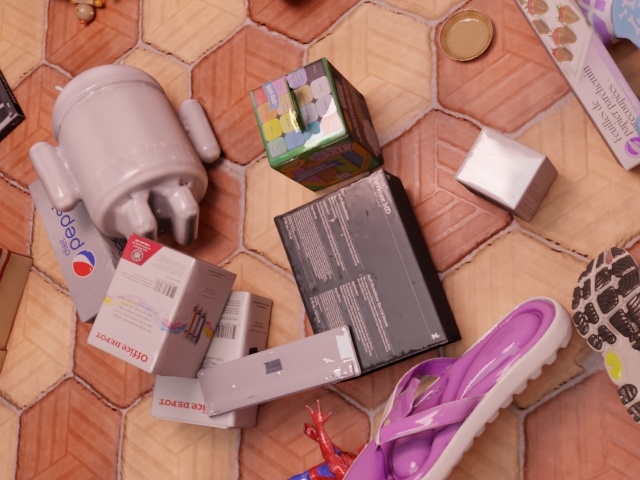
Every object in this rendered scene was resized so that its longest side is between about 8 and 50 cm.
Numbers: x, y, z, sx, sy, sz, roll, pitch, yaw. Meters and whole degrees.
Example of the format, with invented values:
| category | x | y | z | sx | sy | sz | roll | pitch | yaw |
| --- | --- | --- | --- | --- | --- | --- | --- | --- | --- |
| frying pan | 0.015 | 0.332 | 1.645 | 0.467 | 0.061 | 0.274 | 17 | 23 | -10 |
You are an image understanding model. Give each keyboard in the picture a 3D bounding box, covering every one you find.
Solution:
| category | x | y | z | sx | sy | sz | roll | pitch | yaw |
| --- | --- | --- | --- | --- | --- | --- | --- | --- | --- |
| keyboard | -0.065 | 0.191 | 1.254 | 0.256 | 0.014 | 0.072 | -20 | 74 | 21 |

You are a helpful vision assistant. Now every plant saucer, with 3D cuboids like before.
| category | x | y | z | sx | sy | sz | roll | pitch | yaw |
| --- | --- | --- | --- | --- | --- | --- | --- | --- | --- |
| plant saucer | 0.224 | -0.313 | 1.332 | 0.083 | 0.015 | 0.083 | -5 | 77 | 23 |

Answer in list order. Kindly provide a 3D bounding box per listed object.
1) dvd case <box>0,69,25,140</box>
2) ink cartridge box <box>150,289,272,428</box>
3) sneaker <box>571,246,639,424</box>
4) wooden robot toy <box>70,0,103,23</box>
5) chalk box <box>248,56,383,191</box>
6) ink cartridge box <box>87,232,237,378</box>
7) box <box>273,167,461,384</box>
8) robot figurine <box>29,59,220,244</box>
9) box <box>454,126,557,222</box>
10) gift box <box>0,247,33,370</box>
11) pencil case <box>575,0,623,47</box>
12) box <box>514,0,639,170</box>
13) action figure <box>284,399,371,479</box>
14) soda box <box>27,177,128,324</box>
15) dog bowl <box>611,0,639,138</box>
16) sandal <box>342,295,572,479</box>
| category | x | y | z | sx | sy | sz | roll | pitch | yaw |
| --- | --- | --- | --- | --- | --- | --- | --- | --- | --- |
| dvd case | -0.705 | -0.234 | 1.717 | 0.239 | 0.029 | 0.179 | -38 | 67 | 13 |
| ink cartridge box | -0.171 | 0.183 | 1.365 | 0.153 | 0.087 | 0.208 | 4 | 80 | 24 |
| sneaker | 0.412 | 0.137 | 1.114 | 0.107 | 0.118 | 0.279 | -37 | 44 | 31 |
| wooden robot toy | -0.454 | -0.448 | 1.630 | 0.173 | 0.076 | 0.079 | 11 | 97 | 23 |
| chalk box | -0.013 | -0.174 | 1.299 | 0.132 | 0.213 | 0.132 | -21 | 72 | 19 |
| ink cartridge box | -0.233 | 0.101 | 1.290 | 0.128 | 0.127 | 0.176 | 21 | 86 | 26 |
| box | 0.068 | 0.054 | 1.267 | 0.184 | 0.103 | 0.261 | -24 | 78 | 20 |
| robot figurine | -0.316 | -0.146 | 1.434 | 0.300 | 0.200 | 0.353 | -20 | 67 | -24 |
| box | 0.262 | -0.092 | 1.223 | 0.101 | 0.102 | 0.087 | 31 | 95 | 26 |
| gift box | -0.699 | 0.107 | 1.528 | 0.276 | 0.255 | 0.258 | 13 | 83 | 19 |
| pencil case | 0.413 | -0.321 | 1.210 | 0.206 | 0.088 | 0.086 | -23 | 86 | 16 |
| box | 0.346 | -0.245 | 1.163 | 0.063 | 0.067 | 0.324 | -33 | 94 | 16 |
| action figure | -0.040 | 0.323 | 1.276 | 0.280 | 0.091 | 0.139 | -24 | 80 | 18 |
| soda box | -0.398 | 0.004 | 1.499 | 0.098 | 0.091 | 0.286 | -34 | 68 | 13 |
| dog bowl | 0.479 | -0.231 | 1.105 | 0.166 | 0.074 | 0.297 | -14 | 91 | -9 |
| sandal | 0.152 | 0.207 | 1.151 | 0.416 | 0.169 | 0.102 | -43 | 106 | -11 |
